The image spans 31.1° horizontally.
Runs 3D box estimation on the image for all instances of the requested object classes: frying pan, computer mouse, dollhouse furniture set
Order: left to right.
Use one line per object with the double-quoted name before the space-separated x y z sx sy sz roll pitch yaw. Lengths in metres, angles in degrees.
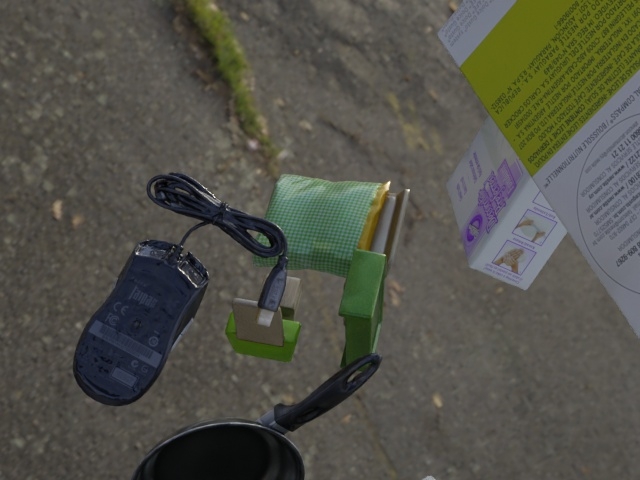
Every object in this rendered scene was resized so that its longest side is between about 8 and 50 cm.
"computer mouse" -0.144 0.072 1.258 0.184 0.060 0.262 23 83 1
"frying pan" -0.090 0.214 1.239 0.197 0.326 0.053 13 31 -24
"dollhouse furniture set" 0.000 0.000 1.517 0.198 0.151 0.301 9 56 9

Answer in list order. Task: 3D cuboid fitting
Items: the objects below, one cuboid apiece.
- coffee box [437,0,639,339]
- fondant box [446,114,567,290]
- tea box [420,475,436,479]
"coffee box" 0.369 -0.148 0.894 0.338 0.338 0.334 -5 57 -44
"fondant box" 0.303 -0.133 1.556 0.096 0.330 0.238 21 28 -15
"tea box" 0.076 0.442 0.978 0.329 0.323 0.220 53 -1 -3
